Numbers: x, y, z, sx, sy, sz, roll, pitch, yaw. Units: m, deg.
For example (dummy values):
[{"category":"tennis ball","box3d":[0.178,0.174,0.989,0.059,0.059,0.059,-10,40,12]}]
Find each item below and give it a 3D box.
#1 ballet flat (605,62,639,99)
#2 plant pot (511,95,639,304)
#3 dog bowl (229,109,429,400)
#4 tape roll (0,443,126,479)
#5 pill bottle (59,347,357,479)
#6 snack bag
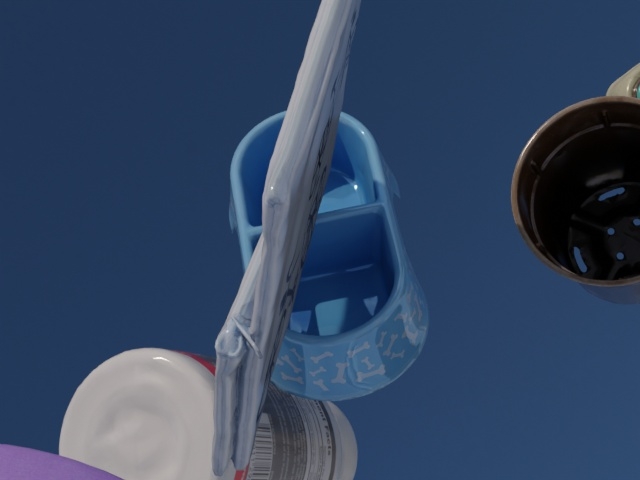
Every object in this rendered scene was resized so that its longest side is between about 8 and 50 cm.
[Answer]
[{"category":"ballet flat","box3d":[0.370,-0.180,1.328,0.248,0.086,0.086,-32,-52,-13]},{"category":"plant pot","box3d":[0.265,-0.022,1.255,0.167,0.167,0.165,-48,-23,1]},{"category":"dog bowl","box3d":[0.000,0.000,1.283,0.166,0.297,0.074,-12,-36,1]},{"category":"tape roll","box3d":[-0.150,0.226,0.595,0.275,0.090,0.274,0,-72,-1]},{"category":"pill bottle","box3d":[-0.088,0.201,1.347,0.176,0.176,0.318,-56,-27,7]},{"category":"snack bag","box3d":[-0.022,-0.038,1.054,0.037,0.323,0.342,14,-38,2]}]
